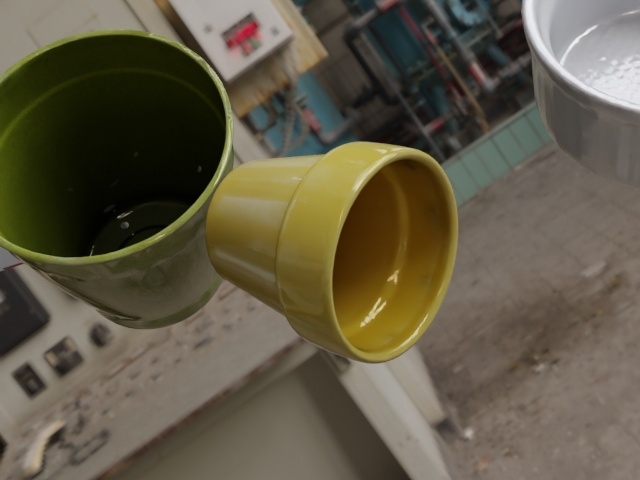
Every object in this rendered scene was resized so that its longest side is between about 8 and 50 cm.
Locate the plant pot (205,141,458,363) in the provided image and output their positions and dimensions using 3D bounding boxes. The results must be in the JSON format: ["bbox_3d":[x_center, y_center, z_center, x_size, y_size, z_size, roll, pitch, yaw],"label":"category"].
[{"bbox_3d":[0.000,0.000,1.315,0.239,0.254,0.254,12,41,39],"label":"plant pot"}]

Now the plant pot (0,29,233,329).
[{"bbox_3d":[-0.276,-0.046,1.564,0.366,0.366,0.353,-38,-27,-14],"label":"plant pot"}]

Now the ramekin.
[{"bbox_3d":[0.331,-0.178,1.031,0.277,0.277,0.135,-38,-32,-16],"label":"ramekin"}]

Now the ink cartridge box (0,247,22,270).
[{"bbox_3d":[-0.570,0.000,2.000,0.127,0.072,0.175,-18,13,1],"label":"ink cartridge box"}]
